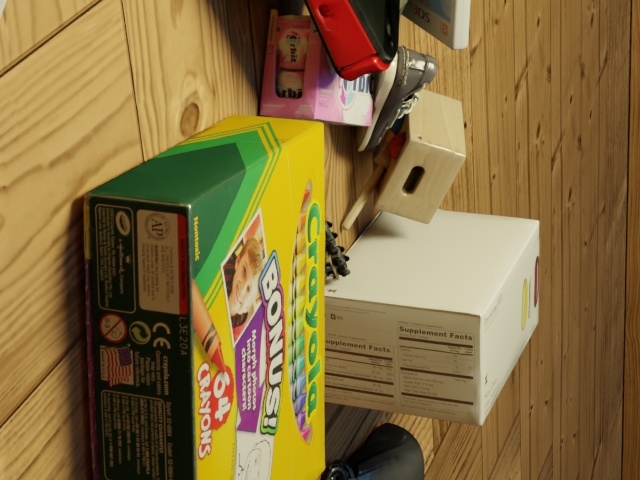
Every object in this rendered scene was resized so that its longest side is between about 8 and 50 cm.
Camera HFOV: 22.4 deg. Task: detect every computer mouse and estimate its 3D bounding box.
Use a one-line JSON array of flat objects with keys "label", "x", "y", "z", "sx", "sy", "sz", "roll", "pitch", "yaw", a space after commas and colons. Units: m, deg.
[{"label": "computer mouse", "x": 0.078, "y": 0.323, "z": 2.039, "sx": 0.272, "sy": 0.072, "sz": 0.188, "roll": -40, "pitch": 132, "yaw": -62}]

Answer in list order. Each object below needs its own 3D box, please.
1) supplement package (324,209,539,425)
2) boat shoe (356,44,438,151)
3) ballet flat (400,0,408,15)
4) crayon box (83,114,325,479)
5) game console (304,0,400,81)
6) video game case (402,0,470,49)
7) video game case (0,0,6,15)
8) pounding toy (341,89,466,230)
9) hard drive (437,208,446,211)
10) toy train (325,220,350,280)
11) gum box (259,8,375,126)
[{"label": "supplement package", "x": 0.131, "y": 0.080, "z": 1.915, "sx": 0.262, "sy": 0.204, "sz": 0.145, "roll": -50, "pitch": 141, "yaw": -56}, {"label": "boat shoe", "x": 0.082, "y": -0.153, "z": 1.814, "sx": 0.206, "sy": 0.065, "sz": 0.075, "roll": 113, "pitch": -21, "yaw": -66}, {"label": "ballet flat", "x": 0.060, "y": -0.265, "z": 1.785, "sx": 0.068, "sy": 0.072, "sz": 0.213, "roll": -8, "pitch": 145, "yaw": -30}, {"label": "crayon box", "x": -0.091, "y": 0.097, "z": 1.451, "sx": 0.313, "sy": 0.106, "sz": 0.362, "roll": -38, "pitch": 131, "yaw": -63}, {"label": "game console", "x": 0.007, "y": -0.384, "z": 1.558, "sx": 0.342, "sy": 0.060, "sz": 0.386, "roll": 54, "pitch": 33, "yaw": -54}, {"label": "video game case", "x": 0.111, "y": -0.341, "z": 1.783, "sx": 0.023, "sy": 0.193, "sz": 0.212, "roll": -13, "pitch": 122, "yaw": -23}, {"label": "video game case", "x": -0.253, "y": -0.173, "z": 1.050, "sx": 0.157, "sy": 0.019, "sz": 0.143, "roll": 61, "pitch": 41, "yaw": -60}, {"label": "pounding toy", "x": 0.096, "y": -0.088, "z": 1.903, "sx": 0.130, "sy": 0.100, "sz": 0.141, "roll": -88, "pitch": -160, "yaw": -50}, {"label": "hard drive", "x": 0.169, "y": 0.081, "z": 2.253, "sx": 0.353, "sy": 0.047, "sz": 0.233, "roll": 13, "pitch": 84, "yaw": -71}, {"label": "toy train", "x": 0.000, "y": 0.000, "z": 1.775, "sx": 0.158, "sy": 0.036, "sz": 0.027, "roll": 62, "pitch": 20, "yaw": -55}, {"label": "gum box", "x": -0.001, "y": -0.176, "z": 1.677, "sx": 0.188, "sy": 0.062, "sz": 0.107, "roll": -4, "pitch": 99, "yaw": -70}]
